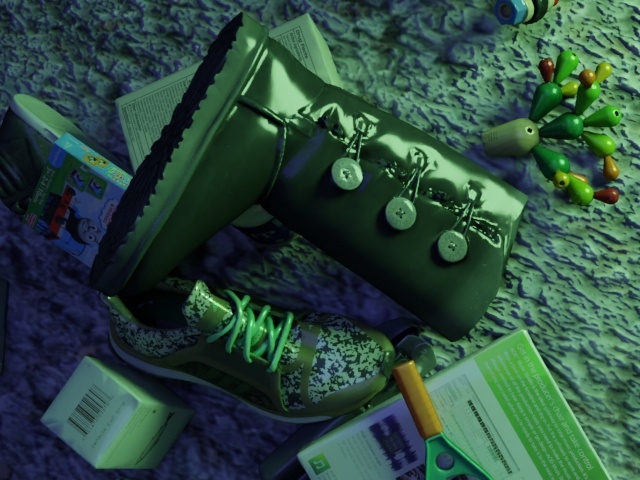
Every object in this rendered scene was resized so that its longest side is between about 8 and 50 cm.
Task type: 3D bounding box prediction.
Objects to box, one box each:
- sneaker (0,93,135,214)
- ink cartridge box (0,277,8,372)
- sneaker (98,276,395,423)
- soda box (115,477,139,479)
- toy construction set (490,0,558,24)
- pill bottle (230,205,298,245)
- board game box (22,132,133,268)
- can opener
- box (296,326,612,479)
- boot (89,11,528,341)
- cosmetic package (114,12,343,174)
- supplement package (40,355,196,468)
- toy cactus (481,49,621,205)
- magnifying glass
[{"bbox_3d":[-0.379,-0.074,1.441,0.296,0.104,0.147,40,108,10],"label":"sneaker"},{"bbox_3d":[-0.585,0.128,1.447,0.203,0.086,0.148,-4,76,16],"label":"ink cartridge box"},{"bbox_3d":[-0.112,0.121,1.220,0.411,0.182,0.158,8,68,16],"label":"sneaker"},{"bbox_3d":[-0.205,0.388,1.291,0.183,0.063,0.058,26,85,20],"label":"soda box"},{"bbox_3d":[0.257,-0.469,1.305,0.309,0.257,0.237,-41,56,-19],"label":"toy construction set"},{"bbox_3d":[-0.087,-0.064,1.301,0.112,0.187,0.112,-4,76,15],"label":"pill bottle"},{"bbox_3d":[-0.301,-0.029,1.352,0.212,0.039,0.160,33,125,0],"label":"board game box"},{"bbox_3d":[0.032,0.217,1.275,0.283,0.076,0.095,-42,38,3],"label":"can opener"},{"bbox_3d":[0.165,0.283,1.181,0.322,0.058,0.232,-29,88,6],"label":"box"},{"bbox_3d":[0.001,-0.002,1.164,0.445,0.146,0.367,32,84,-21],"label":"boot"},{"bbox_3d":[-0.120,-0.178,1.378,0.310,0.113,0.160,-21,72,9],"label":"cosmetic package"},{"bbox_3d":[-0.264,0.233,1.282,0.105,0.179,0.105,33,88,20],"label":"supplement package"},{"bbox_3d":[0.302,-0.143,1.266,0.181,0.112,0.218,-10,83,23],"label":"toy cactus"},{"bbox_3d":[0.143,0.253,1.141,0.092,0.026,0.230,-24,87,6],"label":"magnifying glass"}]
